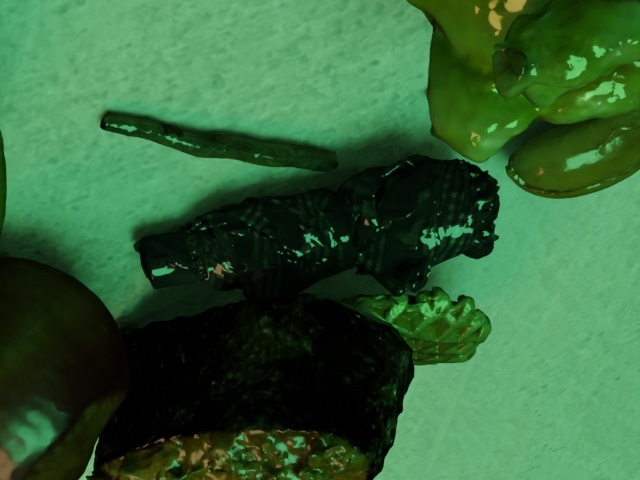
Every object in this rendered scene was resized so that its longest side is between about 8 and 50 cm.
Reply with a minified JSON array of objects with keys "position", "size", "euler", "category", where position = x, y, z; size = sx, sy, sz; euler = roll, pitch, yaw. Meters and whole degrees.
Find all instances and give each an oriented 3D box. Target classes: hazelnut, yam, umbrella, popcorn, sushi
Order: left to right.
[{"position":[-0.289,0.132,1.174],"size":[0.217,0.217,0.251],"euler":[6,151,-31],"category":"hazelnut"},{"position":[-0.089,-0.085,1.186],"size":[0.234,0.029,0.027],"euler":[8,99,-30],"category":"yam"},{"position":[-0.058,0.178,1.242],"size":[0.234,0.207,0.348],"euler":[30,146,-33],"category":"sushi"},{"position":[0.005,0.002,1.225],"size":[0.337,0.154,0.128],"euler":[-12,95,-17],"category":"umbrella"},{"position":[0.196,-0.229,1.001],"size":[0.335,0.279,0.274],"euler":[-14,165,-39],"category":"popcorn"}]

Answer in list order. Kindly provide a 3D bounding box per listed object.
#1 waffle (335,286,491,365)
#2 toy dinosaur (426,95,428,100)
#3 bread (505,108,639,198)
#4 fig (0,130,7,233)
[{"position":[0.067,0.094,1.346],"size":[0.214,0.054,0.208],"euler":[-4,164,3],"category":"waffle"},{"position":[0.241,-0.156,1.236],"size":[0.280,0.055,0.101],"euler":[4,99,2],"category":"toy dinosaur"},{"position":[0.277,-0.092,1.301],"size":[0.189,0.077,0.114],"euler":[-28,175,-6],"category":"bread"},{"position":[-0.340,-0.042,0.946],"size":[0.258,0.258,0.326],"euler":[-26,153,-2],"category":"fig"}]
